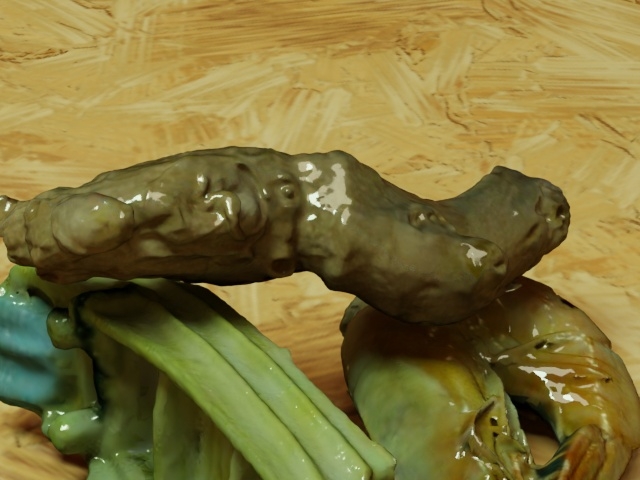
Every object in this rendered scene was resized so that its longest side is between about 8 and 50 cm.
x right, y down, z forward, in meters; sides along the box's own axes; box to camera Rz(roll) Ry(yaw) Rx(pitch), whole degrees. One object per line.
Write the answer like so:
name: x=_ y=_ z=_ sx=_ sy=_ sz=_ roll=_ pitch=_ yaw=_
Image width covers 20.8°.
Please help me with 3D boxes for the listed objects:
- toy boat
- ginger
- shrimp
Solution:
toy boat: x=-0.053 y=0.092 z=0.771 sx=0.084 sy=0.111 sz=0.276 roll=-9 pitch=27 yaw=-35
ginger: x=-0.002 y=0.000 z=0.813 sx=0.290 sy=0.084 sz=0.122 roll=1 pitch=-7 yaw=-29
shrimp: x=0.086 y=0.093 z=0.820 sx=0.145 sy=0.061 sz=0.267 roll=5 pitch=30 yaw=-8
